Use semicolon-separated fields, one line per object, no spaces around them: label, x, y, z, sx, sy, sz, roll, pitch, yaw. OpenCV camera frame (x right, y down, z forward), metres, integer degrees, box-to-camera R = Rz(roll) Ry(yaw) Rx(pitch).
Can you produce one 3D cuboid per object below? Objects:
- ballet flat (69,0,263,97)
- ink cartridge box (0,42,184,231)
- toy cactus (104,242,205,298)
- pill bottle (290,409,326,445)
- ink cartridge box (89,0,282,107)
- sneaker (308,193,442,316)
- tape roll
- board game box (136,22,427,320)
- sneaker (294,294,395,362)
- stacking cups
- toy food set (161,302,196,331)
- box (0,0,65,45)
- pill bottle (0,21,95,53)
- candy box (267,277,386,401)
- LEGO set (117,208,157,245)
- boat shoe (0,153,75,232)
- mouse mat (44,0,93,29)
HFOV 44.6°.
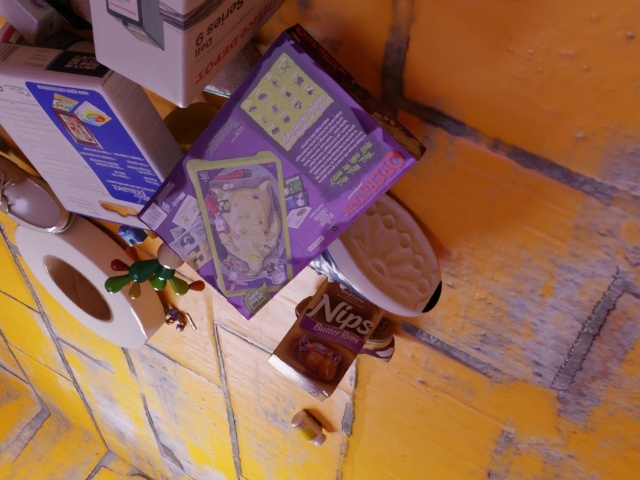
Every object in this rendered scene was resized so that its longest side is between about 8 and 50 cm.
ballet flat;-0.191;-0.278;0.969;0.316;0.107;0.106;27;139;14
ink cartridge box;-0.328;-0.139;1.121;0.303;0.072;0.307;12;149;30
toy cactus;-0.263;0.032;1.356;0.180;0.218;0.112;129;131;-57
pill bottle;-0.025;0.421;1.742;0.083;0.043;0.043;47;147;-15
ink cartridge box;-0.119;-0.307;0.758;0.121;0.211;0.289;30;148;9
sneaker;-0.001;0.000;1.120;0.323;0.130;0.236;41;153;-9
tape roll;-0.520;0.089;1.759;0.392;0.072;0.392;28;146;21
board game box;-0.061;-0.067;0.958;0.208;0.056;0.347;46;125;-1
sneaker;0.038;0.156;1.323;0.185;0.069;0.084;19;138;28
stacking cups;-0.170;-0.065;1.222;0.096;0.096;0.316;23;145;22
toy food set;-0.338;0.174;1.754;0.122;0.019;0.078;14;141;32
box;-0.492;-0.418;1.093;0.324;0.063;0.067;44;149;-3
pill bottle;-0.386;-0.259;1.171;0.180;0.108;0.108;27;146;15
candy box;0.015;0.142;1.217;0.109;0.187;0.053;36;150;0
LEGO set;-0.310;-0.056;1.375;0.227;0.087;0.093;-12;124;49
boat shoe;-0.638;-0.107;1.577;0.302;0.113;0.103;29;-178;13
mouse mat;-0.375;-0.350;1.042;0.189;0.007;0.152;44;-168;-10
